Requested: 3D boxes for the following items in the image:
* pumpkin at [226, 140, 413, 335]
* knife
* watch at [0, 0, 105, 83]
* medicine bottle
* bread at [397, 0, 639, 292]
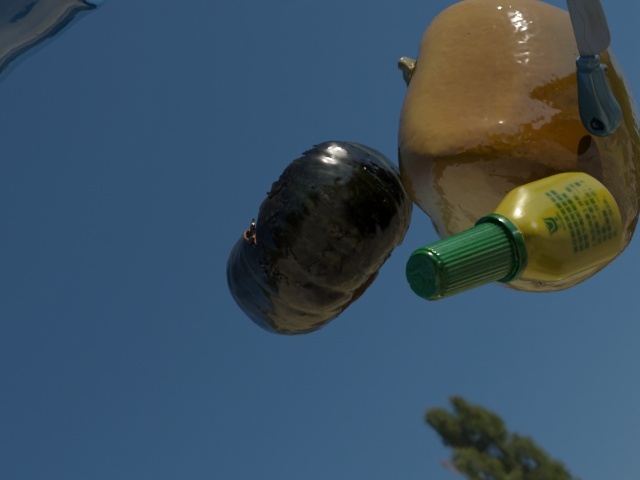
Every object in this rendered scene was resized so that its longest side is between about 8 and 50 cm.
[{"bbox_3d":[0.000,0.000,1.945,0.320,0.192,0.320,-46,-6,-6],"label":"pumpkin"},{"bbox_3d":[0.318,-0.235,1.565,0.032,0.058,0.244,-33,-59,-32],"label":"knife"},{"bbox_3d":[-0.324,-0.291,1.137,0.241,0.274,0.305,-34,-17,14],"label":"watch"},{"bbox_3d":[0.207,0.000,1.391,0.309,0.111,0.076,-17,-17,-43],"label":"medicine bottle"},{"bbox_3d":[0.282,-0.127,1.765,0.253,0.348,0.376,-28,32,41],"label":"bread"}]
